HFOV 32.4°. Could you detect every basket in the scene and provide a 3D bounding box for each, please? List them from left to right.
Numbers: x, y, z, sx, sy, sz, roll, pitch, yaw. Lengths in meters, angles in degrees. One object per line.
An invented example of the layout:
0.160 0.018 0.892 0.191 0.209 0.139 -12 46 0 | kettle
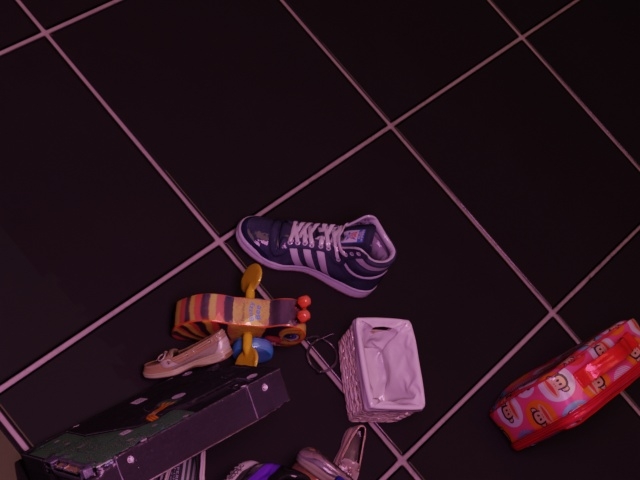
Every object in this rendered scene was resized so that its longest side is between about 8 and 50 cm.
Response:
0.100 0.229 1.911 0.113 0.103 0.167 5 61 -25 | basket

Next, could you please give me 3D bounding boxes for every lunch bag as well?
0.468 0.249 1.991 0.293 0.258 0.120 -27 77 -35 | lunch bag

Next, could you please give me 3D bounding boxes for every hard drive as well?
-0.242 0.277 1.628 0.339 0.237 0.064 -24 101 -36 | hard drive

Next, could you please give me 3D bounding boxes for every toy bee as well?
-0.089 0.125 1.838 0.298 0.162 0.195 -8 66 -30 | toy bee

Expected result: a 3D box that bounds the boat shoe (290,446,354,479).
0.067 0.469 1.765 0.324 0.123 0.116 39 82 1 | boat shoe

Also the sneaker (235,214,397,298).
0.000 0.000 1.956 0.282 0.153 0.099 22 55 -15 | sneaker

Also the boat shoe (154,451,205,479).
-0.225 0.429 1.637 0.109 0.094 0.302 11 59 -22 | boat shoe

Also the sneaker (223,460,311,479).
-0.101 0.427 1.605 0.293 0.146 0.102 -53 133 -50 | sneaker

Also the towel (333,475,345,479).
0.032 0.540 1.660 0.227 0.076 0.308 35 79 1 | towel

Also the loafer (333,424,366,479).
0.049 0.366 1.847 0.045 0.039 0.125 24 55 -13 | loafer

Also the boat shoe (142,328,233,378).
-0.216 0.182 1.761 0.056 0.153 0.048 -47 120 -72 | boat shoe
